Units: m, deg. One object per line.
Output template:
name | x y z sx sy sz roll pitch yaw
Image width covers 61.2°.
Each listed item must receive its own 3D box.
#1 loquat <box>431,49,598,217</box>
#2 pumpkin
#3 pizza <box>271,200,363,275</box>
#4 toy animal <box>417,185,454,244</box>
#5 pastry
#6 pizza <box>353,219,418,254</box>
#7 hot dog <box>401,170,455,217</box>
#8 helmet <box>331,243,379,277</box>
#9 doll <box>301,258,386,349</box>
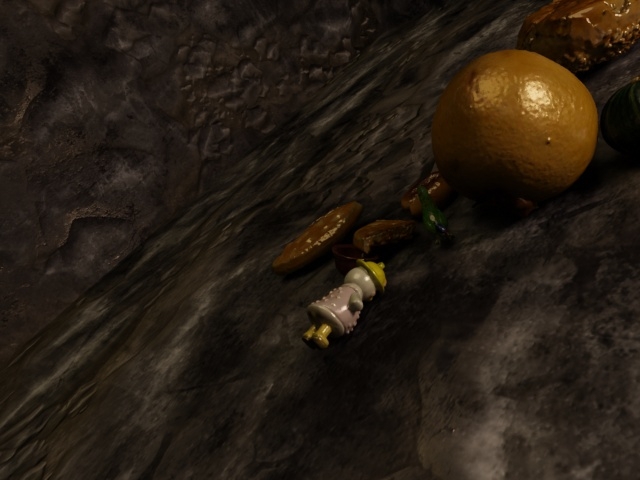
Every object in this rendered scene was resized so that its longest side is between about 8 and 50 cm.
loquat | 0.318 -0.173 0.908 0.274 0.275 0.275 -29 23 13
pumpkin | 0.520 -0.201 0.833 0.167 0.125 0.167 -16 6 2
pizza | 0.001 0.002 1.224 0.246 0.058 0.127 -40 24 -11
toy animal | 0.212 -0.039 1.000 0.041 0.075 0.217 -28 19 14
pastry | 0.594 -0.472 1.234 0.255 0.162 0.311 -27 21 13
pizza | 0.128 -0.012 1.075 0.130 0.041 0.178 -12 10 4
hot dog | 0.235 -0.100 1.117 0.140 0.060 0.090 -45 28 -8
helmet | 0.065 0.048 1.047 0.089 0.057 0.111 0 14 -14
doll | 0.045 0.103 0.931 0.207 0.081 0.129 -43 11 -29
